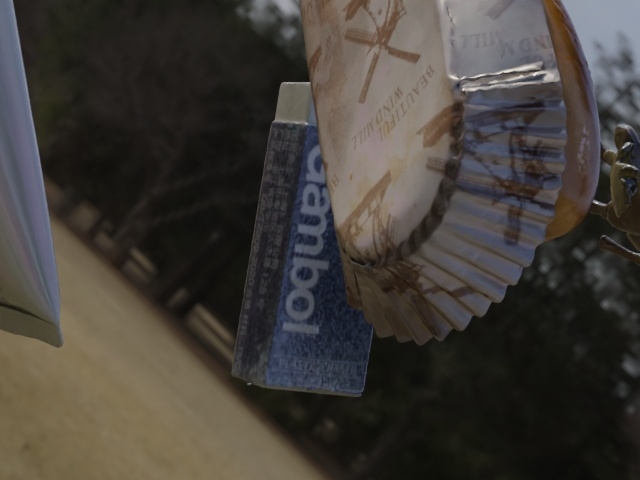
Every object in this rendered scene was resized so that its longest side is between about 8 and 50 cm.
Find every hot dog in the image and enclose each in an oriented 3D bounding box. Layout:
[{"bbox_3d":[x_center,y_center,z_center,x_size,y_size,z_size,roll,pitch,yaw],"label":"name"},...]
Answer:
[{"bbox_3d":[0.034,-0.059,0.570,0.059,0.108,0.191,19,43,-31],"label":"hot dog"}]

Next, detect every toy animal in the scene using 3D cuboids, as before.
[{"bbox_3d":[0.298,-0.038,1.672,0.214,0.094,0.186,45,-3,-36],"label":"toy animal"}]

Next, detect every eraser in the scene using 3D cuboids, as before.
[{"bbox_3d":[0.000,0.000,1.297,0.092,0.212,0.046,9,0,-37],"label":"eraser"}]

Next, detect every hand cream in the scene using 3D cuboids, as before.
[{"bbox_3d":[-0.282,-0.092,1.501,0.185,0.118,0.358,8,-67,56],"label":"hand cream"}]
